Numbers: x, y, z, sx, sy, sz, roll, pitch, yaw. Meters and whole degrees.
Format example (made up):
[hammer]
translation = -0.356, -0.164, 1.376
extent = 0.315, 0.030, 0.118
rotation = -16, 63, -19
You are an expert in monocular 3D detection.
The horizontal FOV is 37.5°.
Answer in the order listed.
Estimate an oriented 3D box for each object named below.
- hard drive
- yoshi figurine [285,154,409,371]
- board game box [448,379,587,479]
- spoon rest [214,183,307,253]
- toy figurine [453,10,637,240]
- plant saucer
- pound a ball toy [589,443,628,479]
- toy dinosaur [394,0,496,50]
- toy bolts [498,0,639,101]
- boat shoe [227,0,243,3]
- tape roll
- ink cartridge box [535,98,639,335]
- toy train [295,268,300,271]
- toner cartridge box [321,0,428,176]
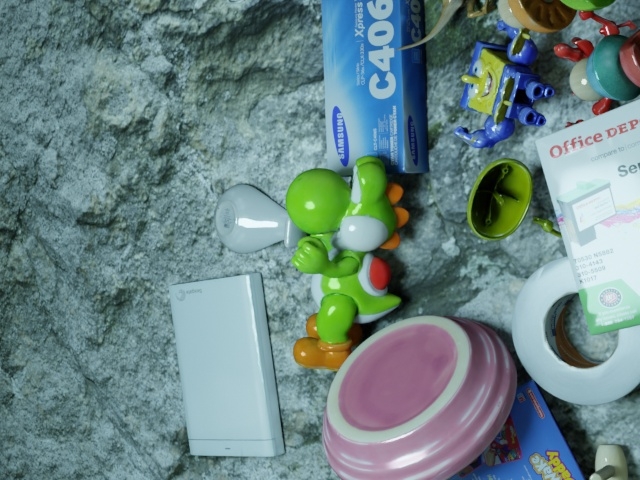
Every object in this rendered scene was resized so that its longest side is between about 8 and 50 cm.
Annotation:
[hard drive]
translation = -0.191, 0.251, 1.880
extent = 0.233, 0.047, 0.352
rotation = -9, 87, 38
[yoshi figurine]
translation = 0.010, 0.024, 1.580
extent = 0.204, 0.203, 0.362
rotation = 34, 122, 44
[board game box]
translation = 0.299, 0.417, 1.421
extent = 0.233, 0.078, 0.347
rotation = -27, 75, 9
[spoon rest]
translation = -0.112, -0.031, 1.786
extent = 0.276, 0.084, 0.137
rotation = 14, 101, 51
[toy figurine]
translation = 0.296, -0.202, 1.432
extent = 0.217, 0.191, 0.362
rotation = -128, 44, -59
[plant saucer]
translation = 0.136, 0.234, 1.458
extent = 0.332, 0.332, 0.084
rotation = -11, 127, 39
[pound a ball toy]
translation = 0.452, 0.367, 1.234
extent = 0.208, 0.319, 0.135
rotation = -6, 90, 24
[toy dinosaur]
translation = 0.215, -0.380, 1.499
extent = 0.112, 0.064, 0.211
rotation = 19, 86, 43
[toy bolts]
translation = 0.360, -0.291, 1.212
extent = 0.228, 0.218, 0.158
rotation = 56, 155, -8
[boat shoe]
translation = -0.121, -0.496, 1.695
extent = 0.367, 0.136, 0.156
rotation = 41, 125, 42
[tape roll]
translation = 0.396, 0.128, 1.385
extent = 0.219, 0.072, 0.219
rotation = 4, 96, 39
[ink cartridge box]
translation = 0.424, -0.036, 1.232
extent = 0.201, 0.117, 0.278
rotation = -21, 80, 38
[toy train]
translation = 0.000, 0.000, 1.721
extent = 0.036, 0.027, 0.158
rotation = 41, 117, 17
[toner cartridge box]
translation = 0.090, -0.284, 1.594
extent = 0.165, 0.075, 0.347
rotation = 0, 93, 40
